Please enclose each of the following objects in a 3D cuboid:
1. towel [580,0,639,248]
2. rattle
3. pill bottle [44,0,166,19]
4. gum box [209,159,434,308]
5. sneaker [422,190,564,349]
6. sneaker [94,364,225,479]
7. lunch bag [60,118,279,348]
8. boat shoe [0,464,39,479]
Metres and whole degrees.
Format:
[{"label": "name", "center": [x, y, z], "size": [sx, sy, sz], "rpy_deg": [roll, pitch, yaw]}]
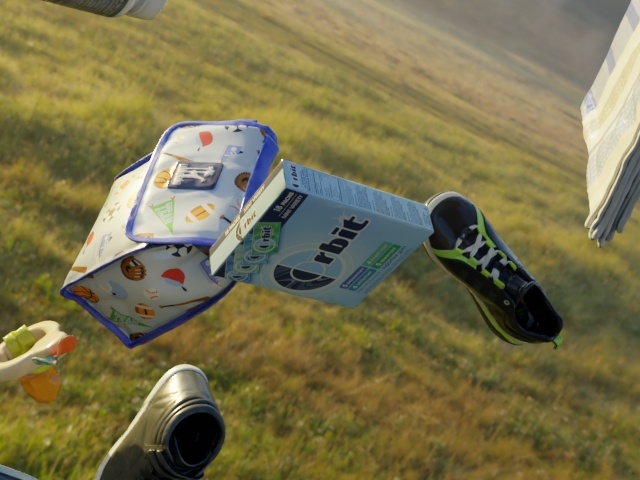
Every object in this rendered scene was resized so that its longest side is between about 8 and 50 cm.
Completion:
[{"label": "towel", "center": [0.309, -0.151, 0.950], "size": [0.034, 0.209, 0.285], "rpy_deg": [17, 38, 1]}, {"label": "rattle", "center": [-0.401, 0.199, 1.428], "size": [0.200, 0.142, 0.130], "rpy_deg": [-4, 15, 38]}, {"label": "pill bottle", "center": [-0.208, -0.245, 0.865], "size": [0.137, 0.078, 0.078], "rpy_deg": [5, 28, -44]}, {"label": "gum box", "center": [0.000, 0.000, 1.026], "size": [0.185, 0.157, 0.041], "rpy_deg": [16, 46, -30]}, {"label": "sneaker", "center": [0.208, 0.033, 1.106], "size": [0.234, 0.084, 0.097], "rpy_deg": [48, -17, -21]}, {"label": "sneaker", "center": [-0.235, 0.328, 1.362], "size": [0.105, 0.295, 0.147], "rpy_deg": [29, 0, -24]}, {"label": "lunch bag", "center": [-0.255, -0.032, 1.763], "size": [0.239, 0.386, 0.327], "rpy_deg": [42, 42, -29]}, {"label": "boat shoe", "center": [-0.423, 0.308, 1.183], "size": [0.254, 0.095, 0.079], "rpy_deg": [52, 39, -49]}]
